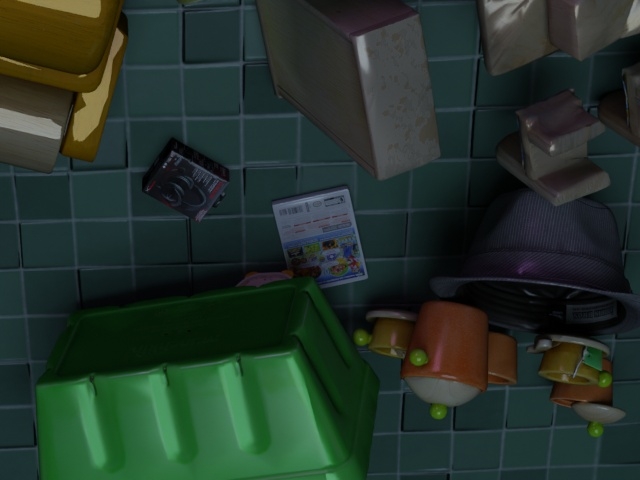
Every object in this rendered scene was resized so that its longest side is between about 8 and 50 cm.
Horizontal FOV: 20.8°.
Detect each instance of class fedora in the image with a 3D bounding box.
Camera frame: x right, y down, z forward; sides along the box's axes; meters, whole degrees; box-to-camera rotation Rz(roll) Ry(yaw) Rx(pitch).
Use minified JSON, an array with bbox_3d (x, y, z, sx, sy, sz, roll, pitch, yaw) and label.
[{"bbox_3d":[0.244,0.018,1.880,0.244,0.124,0.275,3,165,21],"label":"fedora"}]

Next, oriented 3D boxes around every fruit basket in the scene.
[{"bbox_3d":[-0.112,0.242,1.952,0.392,0.283,0.392,3,118,6],"label":"fruit basket"}]

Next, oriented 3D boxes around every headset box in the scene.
[{"bbox_3d":[-0.143,-0.063,1.895,0.083,0.032,0.062,30,114,-20],"label":"headset box"}]

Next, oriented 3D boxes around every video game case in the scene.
[{"bbox_3d":[0.000,0.000,1.959,0.087,0.011,0.122,-12,121,2],"label":"video game case"}]

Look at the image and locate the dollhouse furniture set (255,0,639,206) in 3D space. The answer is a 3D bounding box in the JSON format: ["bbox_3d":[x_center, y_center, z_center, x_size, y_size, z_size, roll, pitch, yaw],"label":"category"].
[{"bbox_3d":[0.164,-0.239,1.751,0.394,0.256,0.362,-22,124,-17],"label":"dollhouse furniture set"}]

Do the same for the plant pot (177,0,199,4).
[{"bbox_3d":[-0.090,-0.397,1.587,0.276,0.276,0.254,-32,107,14],"label":"plant pot"}]

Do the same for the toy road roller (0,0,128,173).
[{"bbox_3d":[-0.283,-0.203,1.665,0.202,0.240,0.329,13,114,-12],"label":"toy road roller"}]

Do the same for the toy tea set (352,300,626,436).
[{"bbox_3d":[0.206,0.162,1.964,0.336,0.200,0.124,14,77,-16],"label":"toy tea set"}]

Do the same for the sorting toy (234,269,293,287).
[{"bbox_3d":[-0.053,0.074,1.983,0.083,0.045,0.075,-2,137,15],"label":"sorting toy"}]
